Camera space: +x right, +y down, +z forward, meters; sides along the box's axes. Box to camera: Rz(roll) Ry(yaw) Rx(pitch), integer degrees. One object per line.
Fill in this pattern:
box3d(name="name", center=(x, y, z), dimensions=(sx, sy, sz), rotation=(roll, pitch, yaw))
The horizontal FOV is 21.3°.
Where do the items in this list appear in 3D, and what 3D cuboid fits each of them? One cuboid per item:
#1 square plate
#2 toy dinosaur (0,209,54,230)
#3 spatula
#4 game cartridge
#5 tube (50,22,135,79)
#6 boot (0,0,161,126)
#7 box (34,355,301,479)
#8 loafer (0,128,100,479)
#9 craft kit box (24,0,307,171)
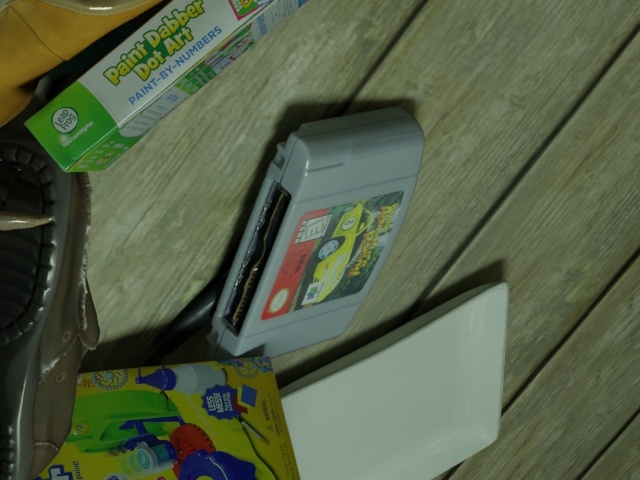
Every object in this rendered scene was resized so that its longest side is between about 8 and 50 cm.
box3d(name="square plate", center=(0.075, 0.218, 2.100), dimensions=(0.347, 0.049, 0.344), rotation=(-26, 144, -18))
box3d(name="toy dinosaur", center=(-0.367, 0.044, 1.408), dimensions=(0.296, 0.127, 0.200), rotation=(-37, 171, -16))
box3d(name="spatula", center=(-0.179, 0.136, 1.785), dimensions=(0.296, 0.030, 0.084), rotation=(-48, 139, 8))
box3d(name="game cartridge", center=(0.000, 0.000, 1.758), dimensions=(0.196, 0.060, 0.294), rotation=(-19, 140, -45))
box3d(name="tube", center=(-0.208, -0.208, 1.363), dimensions=(0.080, 0.052, 0.207), rotation=(-22, 148, -3))
box3d(name="boot", center=(-0.223, -0.162, 1.312), dimensions=(0.295, 0.104, 0.211), rotation=(-21, 165, -12))
box3d(name="box", center=(-0.164, 0.290, 1.683), dimensions=(0.279, 0.290, 0.177), rotation=(-5, 139, -14))
box3d(name="loafer", center=(-0.269, 0.059, 1.532), dimensions=(0.130, 0.134, 0.366), rotation=(-32, 143, -55))
box3d(name="craft kit box", center=(-0.114, -0.151, 1.386), dimensions=(0.246, 0.061, 0.250), rotation=(-42, -178, 1))
